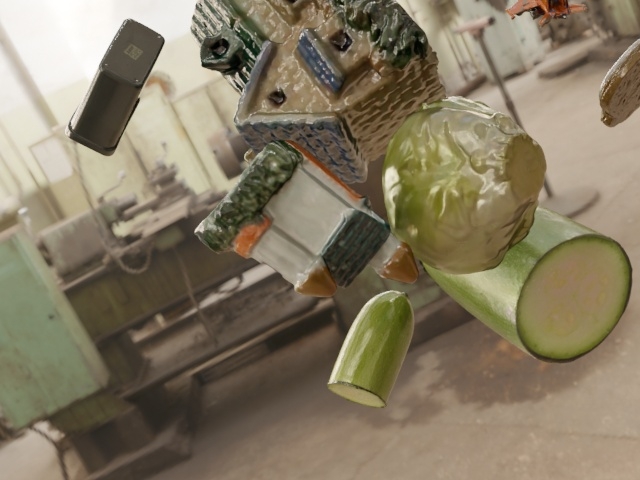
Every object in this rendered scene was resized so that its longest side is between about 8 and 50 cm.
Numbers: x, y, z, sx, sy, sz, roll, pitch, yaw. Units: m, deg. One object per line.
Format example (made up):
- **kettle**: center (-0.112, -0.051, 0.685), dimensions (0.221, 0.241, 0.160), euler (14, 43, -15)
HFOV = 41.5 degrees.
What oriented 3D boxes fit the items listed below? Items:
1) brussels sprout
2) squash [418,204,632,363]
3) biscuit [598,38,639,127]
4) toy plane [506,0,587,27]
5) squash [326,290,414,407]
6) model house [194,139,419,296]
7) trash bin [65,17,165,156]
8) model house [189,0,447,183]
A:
- **brussels sprout**: center (0.229, -0.083, 1.354), dimensions (0.243, 0.273, 0.316), euler (4, 18, -27)
- **squash**: center (0.379, 0.048, 1.661), dimensions (0.263, 0.263, 0.384), euler (-29, 28, -11)
- **biscuit**: center (0.567, -0.300, 1.524), dimensions (0.181, 0.049, 0.208), euler (-48, -27, 7)
- **toy plane**: center (0.341, -0.387, 1.303), dimensions (0.135, 0.062, 0.188), euler (-20, 37, 2)
- **squash**: center (0.116, 0.212, 1.753), dimensions (0.133, 0.132, 0.247), euler (-9, 52, 54)
- **model house**: center (0.000, 0.000, 1.265), dimensions (0.190, 0.301, 0.271), euler (-54, -3, 7)
- **trash bin**: center (-0.380, -0.272, 1.552), dimensions (0.236, 0.101, 0.176), euler (-48, 20, 45)
- **model house**: center (-0.046, -0.341, 1.620), dimensions (0.400, 0.445, 0.395), euler (-37, -15, 5)
